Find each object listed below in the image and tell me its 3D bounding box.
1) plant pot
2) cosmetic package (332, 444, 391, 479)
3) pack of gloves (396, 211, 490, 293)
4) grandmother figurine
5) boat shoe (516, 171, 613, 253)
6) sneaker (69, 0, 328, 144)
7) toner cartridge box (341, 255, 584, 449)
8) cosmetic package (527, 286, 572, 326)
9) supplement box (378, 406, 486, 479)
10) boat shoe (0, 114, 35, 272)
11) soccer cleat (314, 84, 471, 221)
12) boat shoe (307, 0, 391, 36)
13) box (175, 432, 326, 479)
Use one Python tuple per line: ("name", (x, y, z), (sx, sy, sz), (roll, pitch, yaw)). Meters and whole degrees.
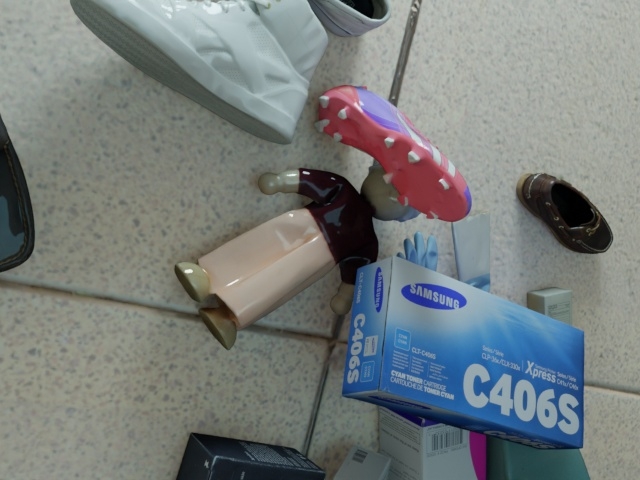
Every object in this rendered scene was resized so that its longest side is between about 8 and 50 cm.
("plant pot", (0.287, 0.354, 1.084), (0.166, 0.166, 0.234), (-9, 92, -27))
("cosmetic package", (0.018, 0.372, 0.915), (0.239, 0.061, 0.098), (-45, 147, -53))
("pack of gloves", (0.173, 0.086, 1.066), (0.195, 0.046, 0.232), (-15, 105, -39))
("grandmother figurine", (0.000, 0.000, 0.923), (0.342, 0.104, 0.207), (-34, 119, -17))
("boat shoe", (0.390, -0.035, 1.138), (0.207, 0.073, 0.073), (29, 82, -29))
("sneaker", (-0.119, -0.248, 0.830), (0.293, 0.108, 0.169), (29, 81, -37))
("toner cartridge box", (0.195, 0.153, 0.942), (0.348, 0.075, 0.165), (21, 64, -29))
("cosmetic package", (0.360, 0.134, 1.160), (0.060, 0.041, 0.115), (-6, 99, -27))
("supplement box", (0.157, 0.328, 1.037), (0.111, 0.114, 0.219), (-5, 97, -28))
("boat shoe", (-0.372, -0.124, 0.690), (0.132, 0.130, 0.355), (-28, 108, -22))
("soccer cleat", (0.098, -0.116, 0.894), (0.095, 0.248, 0.083), (-28, 144, -34))
("boat shoe", (-0.020, -0.346, 0.872), (0.267, 0.088, 0.096), (45, 76, -25))
("box", (-0.099, 0.334, 0.913), (0.158, 0.093, 0.155), (18, 88, -29))
